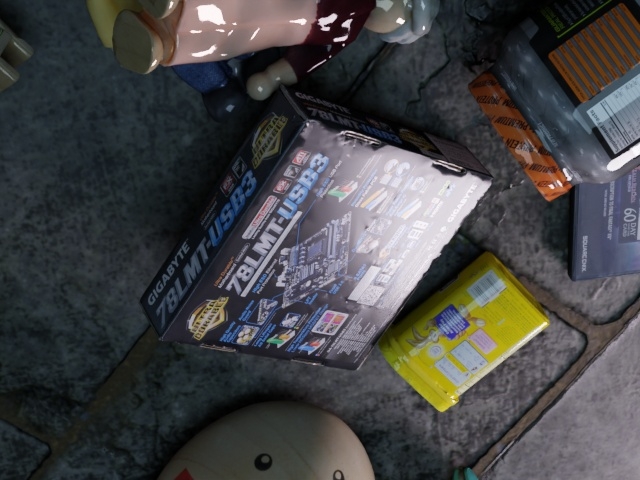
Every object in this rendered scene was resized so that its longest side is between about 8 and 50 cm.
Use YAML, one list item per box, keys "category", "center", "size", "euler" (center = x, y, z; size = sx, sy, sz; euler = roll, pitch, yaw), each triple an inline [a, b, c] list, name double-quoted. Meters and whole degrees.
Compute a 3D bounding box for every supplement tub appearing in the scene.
- category: "supplement tub"
  center: [0.321, -0.189, 1.305]
  size: [0.316, 0.193, 0.193]
  euler: [-34, 118, 12]

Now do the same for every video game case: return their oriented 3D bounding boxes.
- category: "video game case"
  center: [0.427, -0.055, 1.490]
  size: [0.274, 0.026, 0.196]
  euler: [-6, 119, -4]

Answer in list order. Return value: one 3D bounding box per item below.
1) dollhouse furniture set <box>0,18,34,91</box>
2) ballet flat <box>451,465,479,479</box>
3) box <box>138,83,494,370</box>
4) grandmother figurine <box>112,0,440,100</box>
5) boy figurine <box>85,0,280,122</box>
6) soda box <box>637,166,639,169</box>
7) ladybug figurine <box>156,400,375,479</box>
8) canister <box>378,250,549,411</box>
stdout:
- category: "dollhouse furniture set"
  center: [-0.436, -0.128, 1.228]
  size: [0.242, 0.212, 0.161]
  euler: [-24, 125, 37]
- category: "ballet flat"
  center: [0.205, 0.401, 1.679]
  size: [0.087, 0.083, 0.247]
  euler: [-21, 118, 20]
- category: "box"
  center: [0.000, 0.000, 1.371]
  size: [0.293, 0.073, 0.295]
  euler: [14, 119, -41]
- category: "grandmother figurine"
  center: [-0.020, -0.233, 1.224]
  size: [0.342, 0.104, 0.208]
  euler: [-8, 145, -37]
- category: "boy figurine"
  center: [-0.151, -0.250, 1.245]
  size: [0.177, 0.092, 0.285]
  euler: [-34, 129, 11]
- category: "soda box"
  center: [0.421, -0.075, 1.427]
  size: [0.183, 0.063, 0.058]
  euler: [30, 110, -22]
- category: "ladybug figurine"
  center: [-0.082, 0.411, 1.595]
  size: [0.305, 0.162, 0.449]
  euler: [10, 117, -13]
- category: "canister"
  center: [0.171, 0.107, 1.515]
  size: [0.170, 0.073, 0.126]
  euler: [-40, 116, 12]
